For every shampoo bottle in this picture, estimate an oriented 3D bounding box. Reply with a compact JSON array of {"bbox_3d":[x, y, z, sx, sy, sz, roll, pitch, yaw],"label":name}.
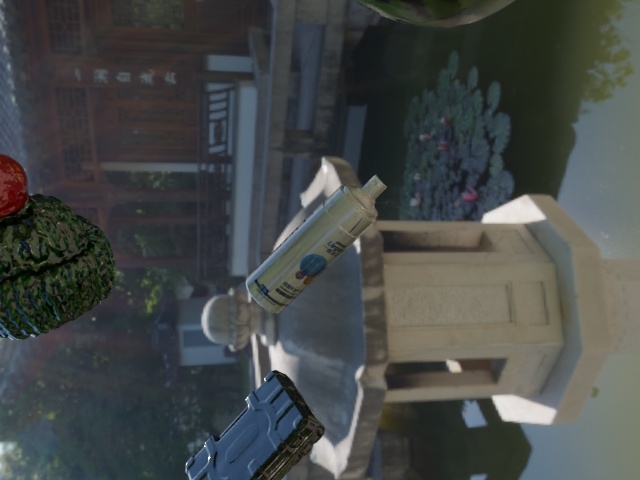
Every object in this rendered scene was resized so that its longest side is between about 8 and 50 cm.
[{"bbox_3d":[0.000,0.000,1.134,0.303,0.092,0.092,-43,30,17],"label":"shampoo bottle"}]

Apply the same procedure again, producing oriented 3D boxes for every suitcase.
[{"bbox_3d":[-0.134,0.411,1.267,0.285,0.066,0.206,-47,31,-1],"label":"suitcase"}]

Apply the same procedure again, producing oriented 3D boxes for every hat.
[{"bbox_3d":[-0.528,-0.003,1.155,0.242,0.274,0.332,21,133,32],"label":"hat"}]

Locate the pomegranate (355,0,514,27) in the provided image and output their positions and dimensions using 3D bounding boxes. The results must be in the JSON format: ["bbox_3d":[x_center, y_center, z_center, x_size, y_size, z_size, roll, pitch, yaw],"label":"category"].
[{"bbox_3d":[0.092,-0.261,0.420,0.211,0.263,0.211,49,180,0],"label":"pomegranate"}]
